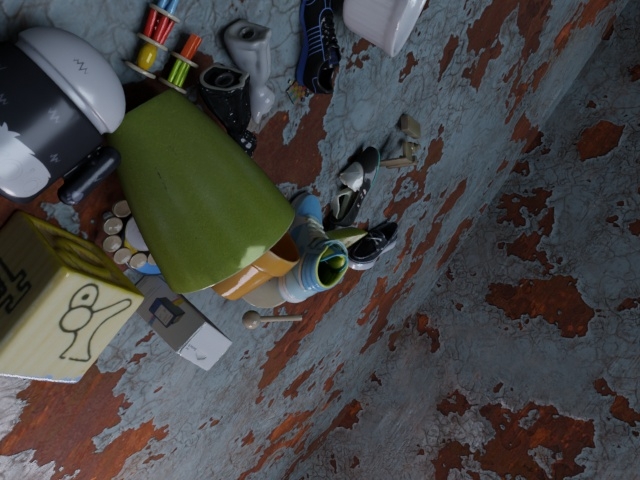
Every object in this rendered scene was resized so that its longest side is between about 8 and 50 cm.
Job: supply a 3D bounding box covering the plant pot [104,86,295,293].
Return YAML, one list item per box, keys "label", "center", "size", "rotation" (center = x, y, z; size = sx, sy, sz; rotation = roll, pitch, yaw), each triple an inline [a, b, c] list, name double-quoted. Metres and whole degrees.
- label: "plant pot"
  center: [-0.234, -0.106, 0.854]
  size: [0.274, 0.274, 0.294]
  rotation: [-40, 115, -23]

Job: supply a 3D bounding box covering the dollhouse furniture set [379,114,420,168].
- label: "dollhouse furniture set"
  center: [0.251, -0.321, 1.594]
  size: [0.144, 0.123, 0.152]
  rotation: [7, 80, -58]

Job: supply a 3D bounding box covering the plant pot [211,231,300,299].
- label: "plant pot"
  center: [-0.188, 0.039, 1.189]
  size: [0.188, 0.205, 0.205]
  rotation: [-44, 154, 16]

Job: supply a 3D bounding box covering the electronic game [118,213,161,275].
- label: "electronic game"
  center: [-0.328, -0.021, 1.045]
  size: [0.229, 0.048, 0.229]
  rotation: [-36, 145, -29]

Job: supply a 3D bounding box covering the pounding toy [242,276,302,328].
- label: "pounding toy"
  center: [-0.157, 0.120, 1.371]
  size: [0.182, 0.110, 0.237]
  rotation: [-8, 95, -15]

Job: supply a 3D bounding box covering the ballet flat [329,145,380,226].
- label: "ballet flat"
  center: [0.099, -0.157, 1.485]
  size: [0.096, 0.095, 0.281]
  rotation: [-7, 128, -38]

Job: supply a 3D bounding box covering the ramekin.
- label: "ramekin"
  center: [0.156, -0.549, 1.014]
  size: [0.277, 0.135, 0.277]
  rotation: [-62, 175, -10]

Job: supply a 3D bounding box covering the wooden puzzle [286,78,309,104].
- label: "wooden puzzle"
  center: [-0.055, -0.353, 1.133]
  size: [0.049, 0.006, 0.083]
  rotation: [-50, 150, -8]

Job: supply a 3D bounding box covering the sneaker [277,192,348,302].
- label: "sneaker"
  center: [0.000, 0.000, 1.272]
  size: [0.127, 0.208, 0.319]
  rotation: [21, 64, -36]

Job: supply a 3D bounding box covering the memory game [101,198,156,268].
- label: "memory game"
  center: [-0.347, -0.027, 0.967]
  size: [0.186, 0.012, 0.186]
  rotation: [-28, 134, -34]

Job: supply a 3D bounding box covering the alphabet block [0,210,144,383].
- label: "alphabet block"
  center: [-0.467, 0.102, 0.825]
  size: [0.197, 0.193, 0.192]
  rotation: [-51, 153, -4]

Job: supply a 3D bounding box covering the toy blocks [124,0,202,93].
- label: "toy blocks"
  center: [-0.248, -0.340, 0.816]
  size: [0.123, 0.054, 0.148]
  rotation: [11, 112, -58]

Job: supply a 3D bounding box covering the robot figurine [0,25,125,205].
- label: "robot figurine"
  center: [-0.406, -0.164, 0.658]
  size: [0.278, 0.173, 0.209]
  rotation: [-46, 160, -13]

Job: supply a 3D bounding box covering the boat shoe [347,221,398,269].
- label: "boat shoe"
  center: [0.200, 0.010, 1.793]
  size: [0.301, 0.108, 0.102]
  rotation: [-27, 142, -43]

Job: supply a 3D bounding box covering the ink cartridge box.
- label: "ink cartridge box"
  center: [-0.323, 0.185, 1.103]
  size: [0.093, 0.212, 0.154]
  rotation: [-47, 150, -12]

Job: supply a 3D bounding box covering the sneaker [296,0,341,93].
- label: "sneaker"
  center: [0.008, -0.435, 1.044]
  size: [0.081, 0.090, 0.233]
  rotation: [-30, 140, -38]

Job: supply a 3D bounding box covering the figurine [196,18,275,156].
- label: "figurine"
  center: [-0.147, -0.281, 0.943]
  size: [0.210, 0.092, 0.215]
  rotation: [86, 17, -57]

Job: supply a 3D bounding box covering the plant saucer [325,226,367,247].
- label: "plant saucer"
  center: [0.030, 0.012, 1.547]
  size: [0.188, 0.045, 0.188]
  rotation: [-36, 164, 37]
